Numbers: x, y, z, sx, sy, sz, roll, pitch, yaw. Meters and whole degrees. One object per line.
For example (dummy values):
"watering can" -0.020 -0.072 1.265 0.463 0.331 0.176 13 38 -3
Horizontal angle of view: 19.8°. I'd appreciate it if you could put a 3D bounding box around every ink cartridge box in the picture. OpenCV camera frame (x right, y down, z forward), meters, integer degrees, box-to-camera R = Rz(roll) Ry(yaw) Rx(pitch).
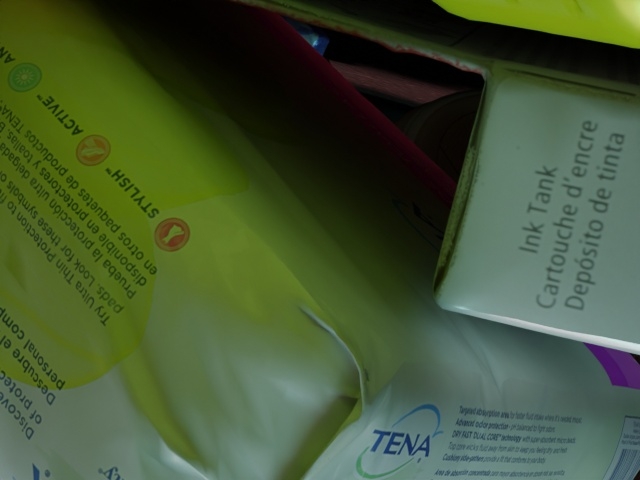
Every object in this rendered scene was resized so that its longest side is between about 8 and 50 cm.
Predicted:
"ink cartridge box" 0.060 -0.038 0.554 0.261 0.066 0.296 14 -169 7

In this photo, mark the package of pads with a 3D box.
"package of pads" -0.054 -0.018 0.539 0.296 0.101 0.229 45 -165 25

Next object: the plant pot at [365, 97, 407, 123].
"plant pot" 0.000 0.000 1.621 0.235 0.293 0.293 -3 -172 -21

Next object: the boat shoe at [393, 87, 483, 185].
"boat shoe" 0.128 -0.031 1.171 0.110 0.122 0.341 14 -178 37

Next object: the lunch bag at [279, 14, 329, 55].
"lunch bag" -0.085 -0.098 0.970 0.128 0.096 0.151 14 -167 -24

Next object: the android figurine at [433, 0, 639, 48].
"android figurine" -0.038 -0.085 0.294 0.248 0.056 0.273 14 -177 -24

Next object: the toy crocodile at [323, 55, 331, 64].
"toy crocodile" -0.148 -0.096 1.261 0.340 0.105 0.115 0 -179 -2
